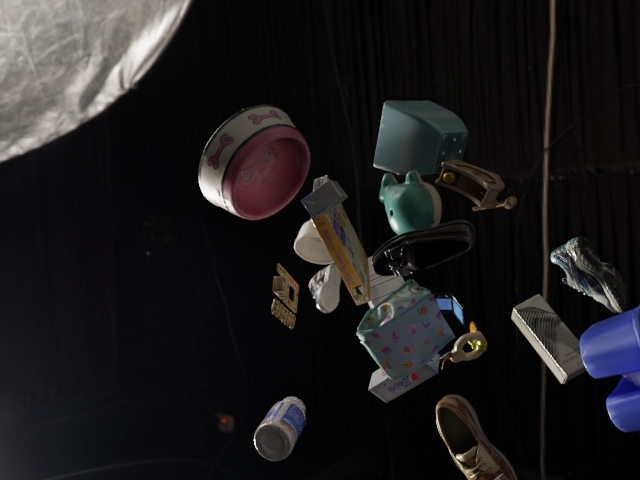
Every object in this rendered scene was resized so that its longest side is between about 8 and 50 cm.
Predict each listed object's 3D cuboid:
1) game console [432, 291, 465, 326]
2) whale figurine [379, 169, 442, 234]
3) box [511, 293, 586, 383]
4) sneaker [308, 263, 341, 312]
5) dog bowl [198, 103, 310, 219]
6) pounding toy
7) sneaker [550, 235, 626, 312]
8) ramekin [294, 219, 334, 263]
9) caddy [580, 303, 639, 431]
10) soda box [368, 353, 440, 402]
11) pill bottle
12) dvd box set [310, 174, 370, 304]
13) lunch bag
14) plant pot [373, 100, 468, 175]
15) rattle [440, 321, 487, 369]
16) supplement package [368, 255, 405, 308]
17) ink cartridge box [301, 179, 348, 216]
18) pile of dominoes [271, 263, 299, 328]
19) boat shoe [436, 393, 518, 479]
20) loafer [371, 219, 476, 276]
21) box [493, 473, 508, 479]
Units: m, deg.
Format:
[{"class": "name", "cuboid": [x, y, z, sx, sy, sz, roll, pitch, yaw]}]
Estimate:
[{"class": "game console", "cuboid": [0.457, 0.247, 1.924, 0.107, 0.071, 0.122, -2, 138, 18]}, {"class": "whale figurine", "cuboid": [0.245, -0.112, 1.653, 0.141, 0.216, 0.272, -8, -146, -28]}, {"class": "box", "cuboid": [0.763, 0.323, 1.794, 0.113, 0.275, 0.094, -28, 146, -6]}, {"class": "sneaker", "cuboid": [0.015, 0.247, 2.581, 0.127, 0.126, 0.321, -30, -160, 27]}, {"class": "dog bowl", "cuboid": [-0.206, -0.248, 1.858, 0.150, 0.408, 0.408, 41, -152, 30]}, {"class": "pounding toy", "cuboid": [0.508, -0.149, 1.784, 0.269, 0.155, 0.154, 24, -150, 14]}, {"class": "sneaker", "cuboid": [0.805, 0.110, 1.621, 0.122, 0.283, 0.110, -31, -165, 48]}, {"class": "ramekin", "cuboid": [0.000, 0.000, 2.282, 0.207, 0.109, 0.207, 8, 145, 6]}, {"class": "caddy", "cuboid": [0.717, 0.269, 1.175, 0.179, 0.241, 0.341, -32, 166, 35]}, {"class": "soda box", "cuboid": [0.310, 0.494, 2.014, 0.286, 0.098, 0.091, -45, -167, 36]}, {"class": "pill bottle", "cuboid": [-0.144, 0.719, 2.103, 0.152, 0.152, 0.272, -2, -172, 14]}, {"class": "dvd box set", "cuboid": [0.081, -0.004, 2.056, 0.062, 0.420, 0.307, -20, -150, 15]}, {"class": "lunch bag", "cuboid": [0.264, 0.294, 1.737, 0.262, 0.223, 0.160, -37, -156, -8]}, {"class": "plant pot", "cuboid": [0.380, -0.351, 1.943, 0.247, 0.248, 0.252, -11, -149, -36]}, {"class": "rattle", "cuboid": [0.527, 0.397, 2.087, 0.199, 0.143, 0.130, -31, 137, 7]}, {"class": "supplement package", "cuboid": [0.288, 0.227, 2.411, 0.175, 0.293, 0.177, -23, 144, -1]}, {"class": "ink cartridge box", "cuboid": [0.017, -0.125, 1.612, 0.104, 0.061, 0.181, -35, 177, 10]}, {"class": "pile of dominoes", "cuboid": [-0.116, 0.215, 2.030, 0.040, 0.196, 0.251, -5, 153, 17]}, {"class": "boat shoe", "cuboid": [0.401, 0.570, 1.433, 0.122, 0.324, 0.120, -41, 156, 22]}, {"class": "loafer", "cuboid": [0.273, 0.030, 1.467, 0.302, 0.109, 0.095, -22, -160, 21]}, {"class": "box", "cuboid": [0.324, 0.595, 1.155, 0.324, 0.067, 0.063, -2, -139, -47]}]
